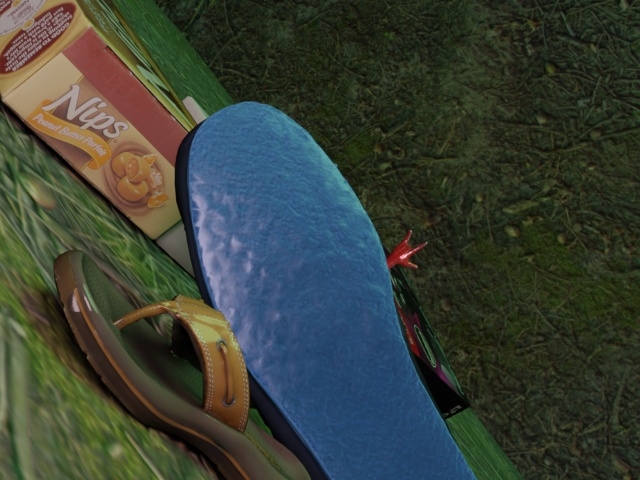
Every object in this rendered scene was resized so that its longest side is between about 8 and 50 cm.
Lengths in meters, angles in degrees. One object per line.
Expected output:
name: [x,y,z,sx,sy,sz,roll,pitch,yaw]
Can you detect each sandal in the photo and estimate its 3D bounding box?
sandal: [-0.060,0.072,0.617,0.219,0.060,0.090,49,4,-31]

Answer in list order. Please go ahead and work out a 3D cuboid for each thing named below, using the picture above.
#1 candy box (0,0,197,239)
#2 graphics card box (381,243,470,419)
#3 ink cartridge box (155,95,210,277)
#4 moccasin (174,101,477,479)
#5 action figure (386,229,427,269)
candy box: [-0.205,-0.160,0.953,0.183,0.088,0.316,47,6,-44]
graphics card box: [0.054,0.082,1.405,0.232,0.094,0.371,65,9,29]
ink cartridge box: [-0.104,-0.045,0.998,0.090,0.092,0.143,48,5,-45]
moccasin: [-0.012,0.084,0.746,0.341,0.138,0.117,68,-23,0]
action figure: [0.000,0.000,1.177,0.280,0.139,0.091,45,-1,15]
